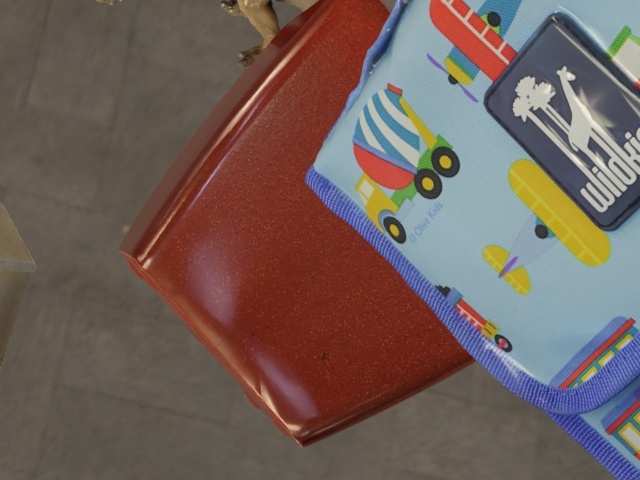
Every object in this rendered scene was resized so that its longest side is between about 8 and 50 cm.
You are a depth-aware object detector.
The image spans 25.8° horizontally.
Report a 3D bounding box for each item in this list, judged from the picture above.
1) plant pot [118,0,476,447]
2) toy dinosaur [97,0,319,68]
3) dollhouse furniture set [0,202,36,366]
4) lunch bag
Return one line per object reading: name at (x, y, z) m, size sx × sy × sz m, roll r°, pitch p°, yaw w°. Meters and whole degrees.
plant pot at (0.000, 0.000, 1.035) m, size 0.236 × 0.267 × 0.267 m, roll -43°, pitch 98°, yaw -7°
toy dinosaur at (-0.077, -0.284, 1.274) m, size 0.295 × 0.200 × 0.127 m, roll 27°, pitch 36°, yaw -8°
dollhouse furniture set at (-0.478, 0.039, 1.330) m, size 0.355 × 0.174 × 0.303 m, roll 7°, pitch 28°, yaw -34°
lunch bag at (0.143, -0.029, 0.466) m, size 0.293 × 0.221 × 0.138 m, roll 37°, pitch 46°, yaw 4°
